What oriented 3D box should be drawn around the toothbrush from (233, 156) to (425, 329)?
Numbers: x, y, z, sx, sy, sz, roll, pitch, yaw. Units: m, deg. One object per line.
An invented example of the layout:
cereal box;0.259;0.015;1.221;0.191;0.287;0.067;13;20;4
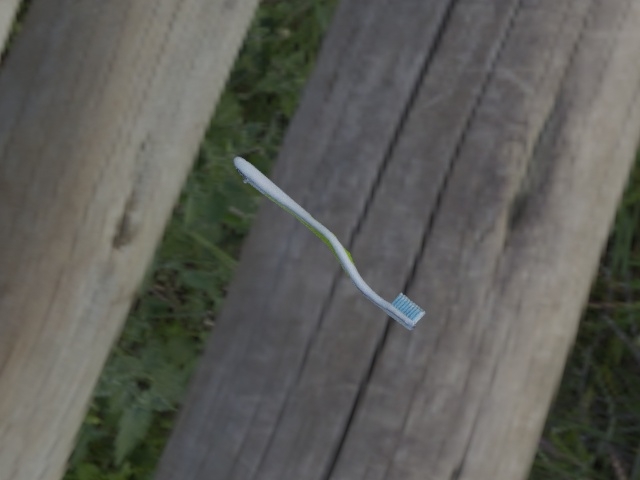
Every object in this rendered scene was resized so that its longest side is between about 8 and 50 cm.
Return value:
toothbrush;0.000;0.000;1.473;0.026;0.263;0.022;-44;153;-11
